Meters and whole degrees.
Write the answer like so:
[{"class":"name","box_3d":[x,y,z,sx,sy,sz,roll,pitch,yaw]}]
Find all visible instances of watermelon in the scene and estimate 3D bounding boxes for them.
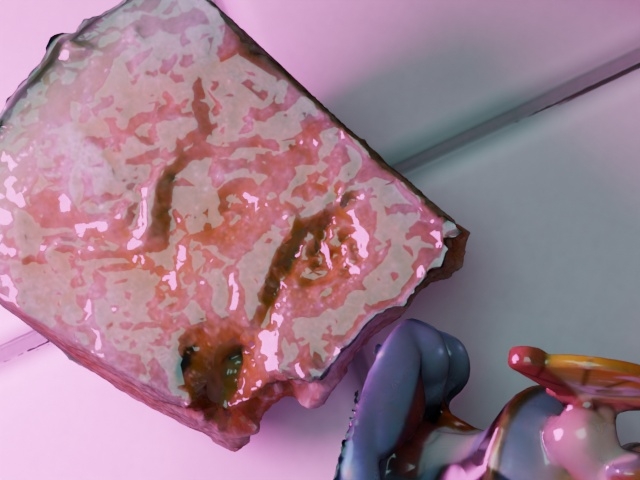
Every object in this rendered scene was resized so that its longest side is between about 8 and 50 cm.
[{"class":"watermelon","box_3d":[-0.078,0.003,1.184,0.302,0.151,0.264,39,93,12]}]

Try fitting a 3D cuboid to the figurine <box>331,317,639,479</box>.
[{"class":"figurine","box_3d":[0.200,0.196,1.016,0.388,0.276,0.248,13,58,17]}]
